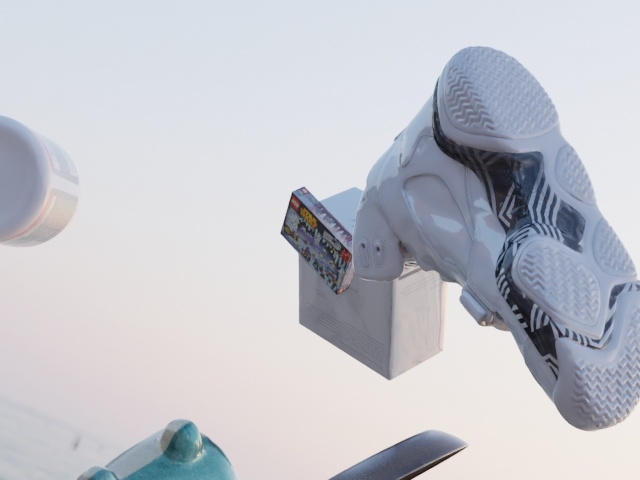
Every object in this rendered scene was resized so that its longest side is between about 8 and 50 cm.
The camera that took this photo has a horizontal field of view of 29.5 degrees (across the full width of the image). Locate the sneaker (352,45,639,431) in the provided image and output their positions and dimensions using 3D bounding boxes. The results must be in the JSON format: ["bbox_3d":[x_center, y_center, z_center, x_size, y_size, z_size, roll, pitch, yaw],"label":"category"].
[{"bbox_3d":[0.152,0.024,1.098,0.137,0.366,0.210,2,-31,-36],"label":"sneaker"}]

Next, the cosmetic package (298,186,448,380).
[{"bbox_3d":[0.083,0.066,1.968,0.224,0.138,0.224,30,-50,40],"label":"cosmetic package"}]

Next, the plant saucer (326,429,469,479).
[{"bbox_3d":[0.063,0.343,1.711,0.050,0.311,0.310,61,-5,14],"label":"plant saucer"}]

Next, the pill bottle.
[{"bbox_3d":[-0.534,-0.093,2.104,0.210,0.210,0.363,22,-3,1],"label":"pill bottle"}]

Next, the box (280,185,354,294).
[{"bbox_3d":[0.000,0.000,1.752,0.137,0.027,0.094,46,-38,25],"label":"box"}]

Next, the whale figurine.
[{"bbox_3d":[-0.182,0.302,1.332,0.141,0.216,0.272,34,4,21],"label":"whale figurine"}]
